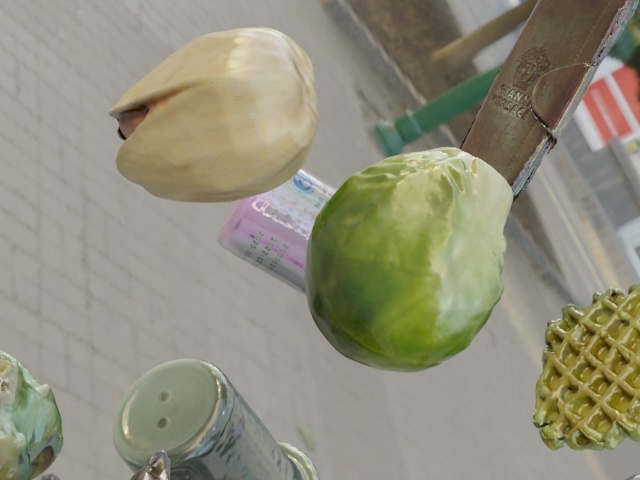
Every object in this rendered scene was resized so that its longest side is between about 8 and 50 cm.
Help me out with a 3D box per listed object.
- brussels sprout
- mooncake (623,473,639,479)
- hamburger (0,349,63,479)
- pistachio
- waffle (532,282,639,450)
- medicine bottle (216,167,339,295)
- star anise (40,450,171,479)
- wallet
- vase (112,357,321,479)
[{"bbox_3d":[0.067,0.012,0.894,0.144,0.180,0.161,38,-20,-23],"label":"brussels sprout"},{"bbox_3d":[0.487,0.503,1.419,0.212,0.351,0.381,89,24,-55],"label":"mooncake"},{"bbox_3d":[-0.378,0.224,1.232,0.192,0.288,0.167,25,41,14],"label":"hamburger"},{"bbox_3d":[-0.099,-0.108,1.028,0.157,0.229,0.157,19,65,-47],"label":"pistachio"},{"bbox_3d":[0.282,0.120,1.091,0.036,0.169,0.183,40,48,-32],"label":"waffle"},{"bbox_3d":[0.000,0.000,1.536,0.254,0.152,0.152,29,24,-9],"label":"medicine bottle"},{"bbox_3d":[-0.172,0.332,0.893,0.316,0.139,0.359,25,44,-12],"label":"star anise"},{"bbox_3d":[0.217,-0.154,1.122,0.031,0.255,0.137,24,9,-27],"label":"wallet"},{"bbox_3d":[-0.153,0.315,1.631,0.245,0.245,0.291,-100,168,-48],"label":"vase"}]
